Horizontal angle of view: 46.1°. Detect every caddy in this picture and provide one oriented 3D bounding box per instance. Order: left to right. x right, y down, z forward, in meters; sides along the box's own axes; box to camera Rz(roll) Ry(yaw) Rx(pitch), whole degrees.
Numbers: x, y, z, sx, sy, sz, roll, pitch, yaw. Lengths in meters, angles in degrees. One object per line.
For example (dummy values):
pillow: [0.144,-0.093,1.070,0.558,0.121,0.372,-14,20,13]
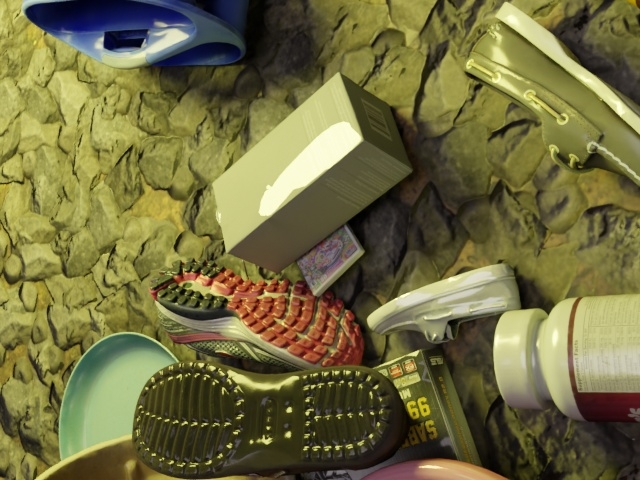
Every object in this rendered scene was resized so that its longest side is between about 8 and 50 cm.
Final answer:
caddy: [-0.253,-0.325,1.052,0.342,0.241,0.179,8,84,35]

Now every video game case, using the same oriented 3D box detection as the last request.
video game case: [0.000,0.000,0.965,0.087,0.011,0.122,-45,49,20]

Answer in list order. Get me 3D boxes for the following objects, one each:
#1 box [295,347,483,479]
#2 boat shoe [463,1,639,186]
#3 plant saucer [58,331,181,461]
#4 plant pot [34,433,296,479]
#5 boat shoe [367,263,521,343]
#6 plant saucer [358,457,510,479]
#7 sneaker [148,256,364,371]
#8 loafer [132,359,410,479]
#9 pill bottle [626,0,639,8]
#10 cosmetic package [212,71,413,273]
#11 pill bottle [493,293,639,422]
box: [0.065,0.250,0.892,0.231,0.056,0.182,-26,71,30]
boat shoe: [0.262,-0.123,0.762,0.091,0.109,0.305,-50,56,21]
plant saucer: [-0.278,0.297,1.131,0.318,0.044,0.317,-4,83,34]
plant pot: [-0.184,0.441,0.900,0.334,0.334,0.305,7,109,35]
boat shoe: [0.140,0.084,0.857,0.184,0.066,0.063,-22,73,21]
plant saucer: [0.140,0.379,0.742,0.332,0.084,0.331,-2,87,36]
sneaker: [-0.081,0.112,0.983,0.299,0.121,0.112,17,131,25]
loafer: [-0.060,0.218,0.859,0.366,0.130,0.133,-4,65,31]
pill bottle: [0.325,-0.287,0.724,0.215,0.117,0.117,46,111,29]
cosmetic package: [-0.018,-0.078,0.934,0.238,0.107,0.127,-38,49,29]
pill bottle: [0.288,0.111,0.712,0.221,0.121,0.121,-8,82,34]
